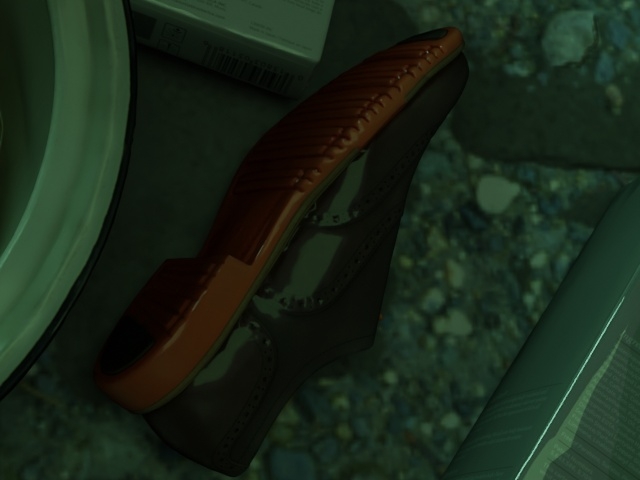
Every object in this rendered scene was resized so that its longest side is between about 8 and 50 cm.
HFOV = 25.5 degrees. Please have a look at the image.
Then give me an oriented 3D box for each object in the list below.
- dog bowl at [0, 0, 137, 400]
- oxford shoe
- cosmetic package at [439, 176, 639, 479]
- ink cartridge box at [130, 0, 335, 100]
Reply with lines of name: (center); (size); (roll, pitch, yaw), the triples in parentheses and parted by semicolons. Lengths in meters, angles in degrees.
dog bowl: (-0.296, -0.066, 0.620); (0.408, 0.150, 0.408); (5, 77, -21)
oxford shoe: (0.000, 0.000, 0.746); (0.098, 0.097, 0.271); (46, 74, -22)
cosmetic package: (0.166, 0.070, 0.744); (0.107, 0.127, 0.238); (39, 72, -3)
ink cartridge box: (-0.056, -0.179, 0.799); (0.145, 0.045, 0.179); (19, 55, -9)
